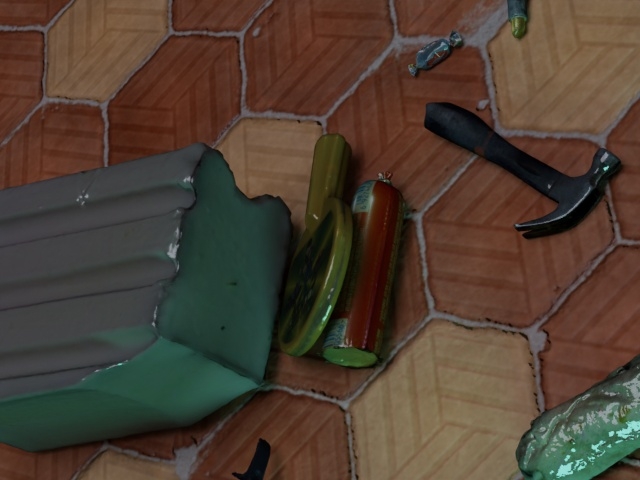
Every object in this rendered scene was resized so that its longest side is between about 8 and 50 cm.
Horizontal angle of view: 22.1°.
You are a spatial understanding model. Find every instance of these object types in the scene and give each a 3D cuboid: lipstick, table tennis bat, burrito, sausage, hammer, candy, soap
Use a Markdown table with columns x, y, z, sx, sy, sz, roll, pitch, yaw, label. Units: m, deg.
| x | y | z | sx | sy | sz | roll | pitch | yaw | label |
| --- | --- | --- | --- | --- | --- | --- | --- | --- | --- |
| 0.255 | -0.315 | 2.129 | 0.037 | 0.037 | 0.116 | -17 | 60 | 29 | lipstick |
| 0.000 | 0.000 | 2.088 | 0.198 | 0.050 | 0.321 | 129 | 154 | -53 | table tennis bat |
| 0.341 | 0.171 | 1.761 | 0.309 | 0.066 | 0.096 | -33 | 55 | 18 | burrito |
| 0.060 | 0.028 | 2.048 | 0.083 | 0.083 | 0.264 | -6 | 60 | 34 | sausage |
| 0.226 | -0.100 | 2.024 | 0.290 | 0.037 | 0.137 | 34 | 86 | 43 | hammer |
| 0.151 | -0.251 | 2.178 | 0.083 | 0.020 | 0.030 | -33 | 49 | 20 | candy |
| -0.280 | 0.088 | 2.163 | 0.435 | 0.213 | 0.350 | -13 | 55 | 35 | soap |

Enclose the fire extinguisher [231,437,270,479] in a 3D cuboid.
| x | y | z | sx | sy | sz | roll | pitch | yaw | label |
| --- | --- | --- | --- | --- | --- | --- | --- | --- | --- |
| -0.161 | 0.392 | 1.999 | 0.344 | 0.102 | 0.138 | -54 | 12 | -2 | fire extinguisher |
